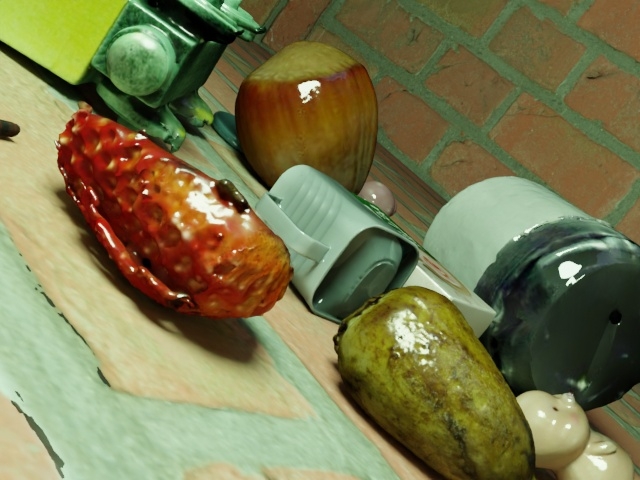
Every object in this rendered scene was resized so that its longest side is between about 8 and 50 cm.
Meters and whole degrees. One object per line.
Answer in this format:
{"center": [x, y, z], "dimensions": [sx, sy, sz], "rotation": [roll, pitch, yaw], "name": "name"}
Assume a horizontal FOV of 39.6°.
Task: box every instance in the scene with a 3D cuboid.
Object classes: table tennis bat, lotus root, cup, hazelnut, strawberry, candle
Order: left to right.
{"center": [-0.101, -0.009, 0.561], "dimensions": [0.188, 0.082, 0.121], "rotation": [32, -12, 21], "name": "strawberry"}
{"center": [-0.064, -0.117, 1.230], "dimensions": [0.201, 0.033, 0.124], "rotation": [32, 17, -21], "name": "table tennis bat"}
{"center": [-0.006, -0.148, 1.117], "dimensions": [0.210, 0.186, 0.210], "rotation": [30, 16, -9], "name": "hazelnut"}
{"center": [0.000, 0.000, 0.785], "dimensions": [0.128, 0.095, 0.129], "rotation": [24, 15, -45], "name": "cup"}
{"center": [0.092, 0.114, 0.622], "dimensions": [0.108, 0.094, 0.190], "rotation": [-28, 66, -40], "name": "lotus root"}
{"center": [0.247, 0.045, 1.082], "dimensions": [0.221, 0.221, 0.342], "rotation": [33, 9, -26], "name": "candle"}

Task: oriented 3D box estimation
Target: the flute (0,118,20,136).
{"center": [-0.253, -0.078, 0.486], "dimensions": [0.014, 0.014, 0.269], "rotation": [41, 10, 14], "name": "flute"}

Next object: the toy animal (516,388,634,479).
{"center": [0.216, 0.187, 0.775], "dimensions": [0.150, 0.089, 0.083], "rotation": [38, -12, 14], "name": "toy animal"}

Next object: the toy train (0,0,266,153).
{"center": [-0.204, -0.233, 0.938], "dimensions": [0.253, 0.160, 0.397], "rotation": [32, 12, -7], "name": "toy train"}

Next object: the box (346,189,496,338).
{"center": [0.068, 0.034, 0.908], "dimensions": [0.199, 0.081, 0.135], "rotation": [46, 13, 27], "name": "box"}

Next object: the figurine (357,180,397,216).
{"center": [0.076, -0.058, 1.350], "dimensions": [0.071, 0.066, 0.083], "rotation": [21, 16, 35], "name": "figurine"}
